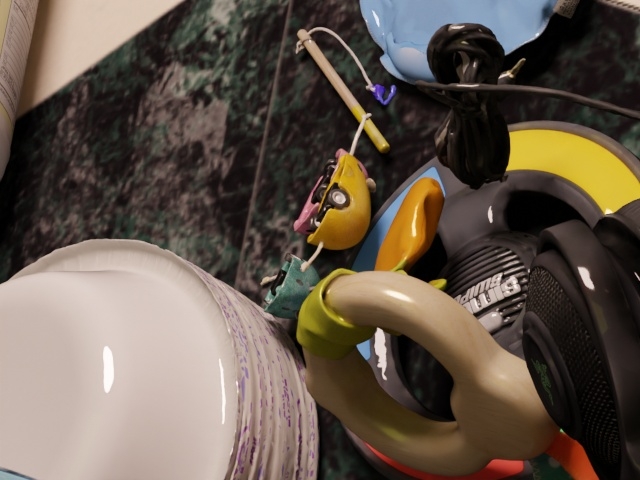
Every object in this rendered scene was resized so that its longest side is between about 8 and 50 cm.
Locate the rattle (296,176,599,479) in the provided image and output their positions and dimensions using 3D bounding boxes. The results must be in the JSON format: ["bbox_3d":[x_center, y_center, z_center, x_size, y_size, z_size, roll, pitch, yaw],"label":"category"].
[{"bbox_3d":[0.098,0.064,1.053,0.200,0.143,0.130,20,120,25],"label":"rattle"}]

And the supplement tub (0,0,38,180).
[{"bbox_3d":[-0.329,-0.150,1.441,0.235,0.235,0.325,-11,60,35],"label":"supplement tub"}]

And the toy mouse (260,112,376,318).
[{"bbox_3d":[0.000,0.000,1.208,0.143,0.031,0.161,-55,11,51],"label":"toy mouse"}]

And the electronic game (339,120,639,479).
[{"bbox_3d":[0.099,0.037,1.115,0.229,0.048,0.229,-19,56,30],"label":"electronic game"}]

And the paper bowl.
[{"bbox_3d":[-0.152,0.133,1.200,0.284,0.148,0.284,-19,54,29],"label":"paper bowl"}]

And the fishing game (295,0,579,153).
[{"bbox_3d":[0.100,-0.180,1.244,0.264,0.041,0.189,-53,44,14],"label":"fishing game"}]

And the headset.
[{"bbox_3d":[0.195,0.024,0.960,0.243,0.185,0.394,-38,62,-19],"label":"headset"}]

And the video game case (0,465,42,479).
[{"bbox_3d":[-0.236,0.287,1.052,0.244,0.061,0.269,-27,57,24],"label":"video game case"}]
